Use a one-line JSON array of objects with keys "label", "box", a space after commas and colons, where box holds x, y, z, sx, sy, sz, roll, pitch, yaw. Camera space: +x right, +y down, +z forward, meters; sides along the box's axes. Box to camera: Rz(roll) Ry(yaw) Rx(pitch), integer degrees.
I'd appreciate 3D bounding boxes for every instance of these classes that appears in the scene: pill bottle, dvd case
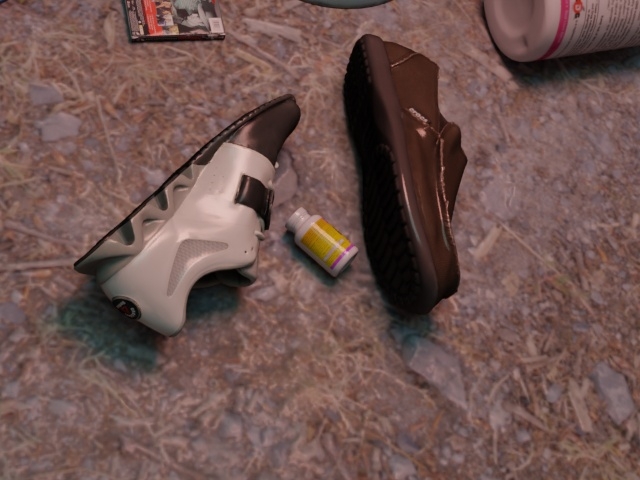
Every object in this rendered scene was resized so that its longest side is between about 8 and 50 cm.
[{"label": "pill bottle", "box": [0.381, -0.338, 1.320, 0.283, 0.160, 0.160, -11, 67, -20]}, {"label": "dvd case", "box": [-0.185, -0.289, 1.223, 0.119, 0.013, 0.087, -7, 65, -17]}, {"label": "pill bottle", "box": [0.000, 0.000, 1.105, 0.083, 0.043, 0.043, 41, 60, 7]}]

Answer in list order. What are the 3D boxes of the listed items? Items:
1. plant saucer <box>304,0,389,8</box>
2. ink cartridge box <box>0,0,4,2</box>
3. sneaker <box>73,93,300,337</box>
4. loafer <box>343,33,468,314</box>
[{"label": "plant saucer", "box": [0.012, -0.462, 1.352, 0.317, 0.044, 0.318, 7, 61, -12]}, {"label": "ink cartridge box", "box": [-0.412, -0.334, 1.080, 0.139, 0.191, 0.082, -38, 78, -29]}, {"label": "sneaker", "box": [-0.107, -0.028, 1.063, 0.146, 0.122, 0.330, 47, 59, -10]}, {"label": "loafer", "box": [0.120, -0.090, 1.133, 0.130, 0.134, 0.366, 0, 63, -15]}]
